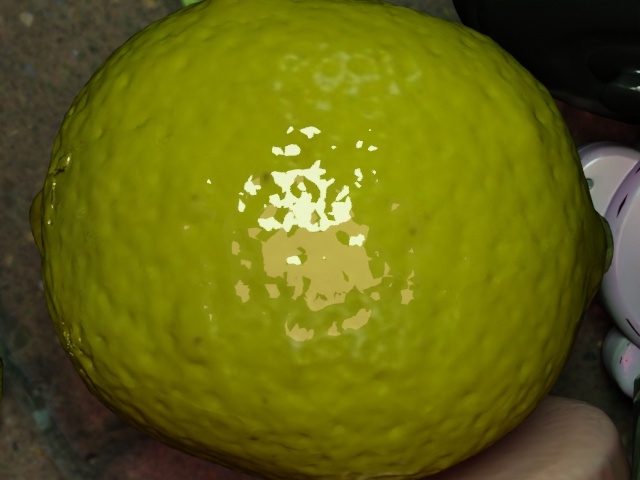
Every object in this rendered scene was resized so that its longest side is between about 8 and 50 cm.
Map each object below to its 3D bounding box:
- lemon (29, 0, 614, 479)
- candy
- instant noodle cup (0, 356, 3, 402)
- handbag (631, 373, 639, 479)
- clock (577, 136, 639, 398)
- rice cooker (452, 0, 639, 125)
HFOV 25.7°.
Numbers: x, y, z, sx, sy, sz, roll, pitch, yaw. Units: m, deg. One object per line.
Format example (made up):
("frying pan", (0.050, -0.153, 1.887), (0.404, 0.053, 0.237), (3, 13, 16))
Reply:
("lemon", (-0.002, -0.001, 0.847), (0.336, 0.336, 0.336), (0, 99, -3))
("candy", (0.081, 0.187, 0.920), (0.255, 0.255, 0.094), (-19, 100, 0))
("instant noodle cup", (-0.367, 0.167, 0.879), (0.221, 0.311, 0.311), (22, 97, 3))
("handbag", (0.236, 0.123, 0.819), (0.117, 0.270, 0.182), (-8, 79, 8))
("clock", (0.303, -0.005, 0.977), (0.248, 0.090, 0.227), (-16, 99, 1))
("rice cooker", (0.212, -0.181, 0.848), (0.241, 0.280, 0.227), (29, 70, -35))
